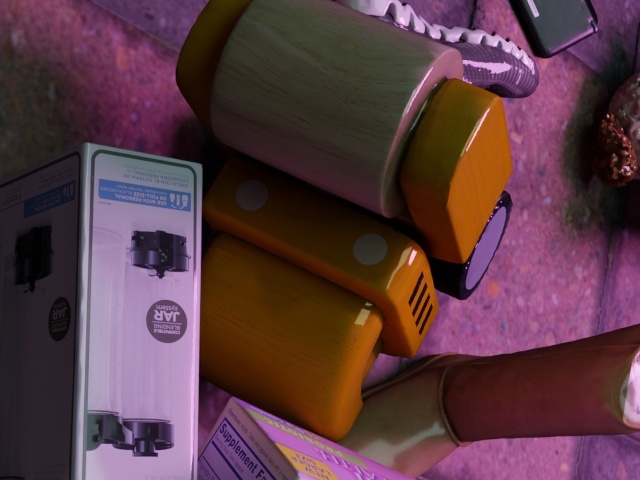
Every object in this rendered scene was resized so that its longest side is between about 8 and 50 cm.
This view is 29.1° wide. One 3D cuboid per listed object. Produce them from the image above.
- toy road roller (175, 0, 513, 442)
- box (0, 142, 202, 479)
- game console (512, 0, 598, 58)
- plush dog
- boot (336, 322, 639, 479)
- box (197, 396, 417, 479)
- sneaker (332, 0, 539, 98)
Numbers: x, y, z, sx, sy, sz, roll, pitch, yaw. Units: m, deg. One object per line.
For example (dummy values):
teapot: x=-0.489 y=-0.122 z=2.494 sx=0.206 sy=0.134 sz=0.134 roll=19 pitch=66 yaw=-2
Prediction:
toy road roller: x=0.000 y=0.000 z=0.879 sx=0.241 sy=0.202 sz=0.329 roll=-61 pitch=161 yaw=-14
box: x=-0.159 y=0.098 z=0.806 sx=0.087 sy=0.169 sz=0.290 roll=8 pitch=77 yaw=-38
game console: x=0.244 y=-0.268 z=1.317 sx=0.107 sy=0.071 sz=0.122 roll=-29 pitch=101 yaw=-9
plush dog: x=0.412 y=-0.097 z=1.323 sx=0.225 sy=0.211 sz=0.262 roll=44 pitch=68 yaw=9
boot: x=0.139 y=0.139 z=0.977 sx=0.236 sy=0.269 sz=0.089 roll=-37 pitch=105 yaw=-38
box: x=-0.022 y=0.268 z=0.853 sx=0.213 sy=0.117 sz=0.243 roll=29 pitch=95 yaw=-32
sneaker: x=0.105 y=-0.149 z=1.139 sx=0.234 sy=0.078 sz=0.106 roll=14 pitch=76 yaw=-33
